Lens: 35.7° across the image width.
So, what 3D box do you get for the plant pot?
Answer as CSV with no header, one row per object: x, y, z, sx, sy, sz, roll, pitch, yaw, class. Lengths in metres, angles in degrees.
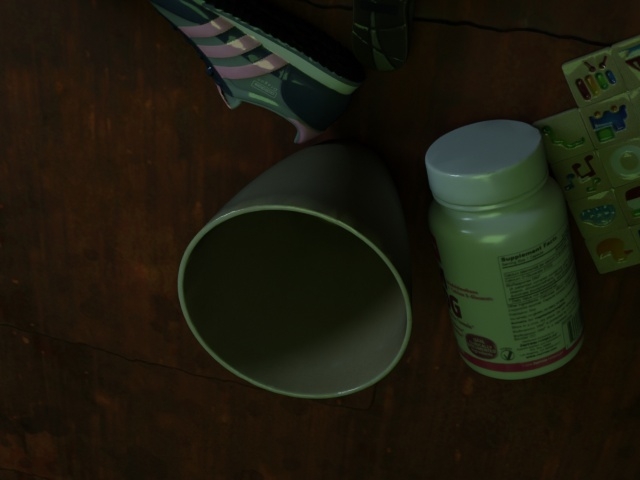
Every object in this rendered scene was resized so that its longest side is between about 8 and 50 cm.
0.000,0.000,1.168,0.257,0.274,0.256,7,124,11,plant pot

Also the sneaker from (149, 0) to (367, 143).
-0.113,-0.223,1.150,0.319,0.112,0.131,32,123,-5,sneaker

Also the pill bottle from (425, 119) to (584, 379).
0.218,0.011,1.186,0.160,0.160,0.283,-6,121,19,pill bottle

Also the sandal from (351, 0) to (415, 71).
0.080,-0.284,1.094,0.090,0.060,0.219,14,140,13,sandal

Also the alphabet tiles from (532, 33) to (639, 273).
0.424,-0.088,1.155,0.285,0.011,0.342,-19,116,25,alphabet tiles
